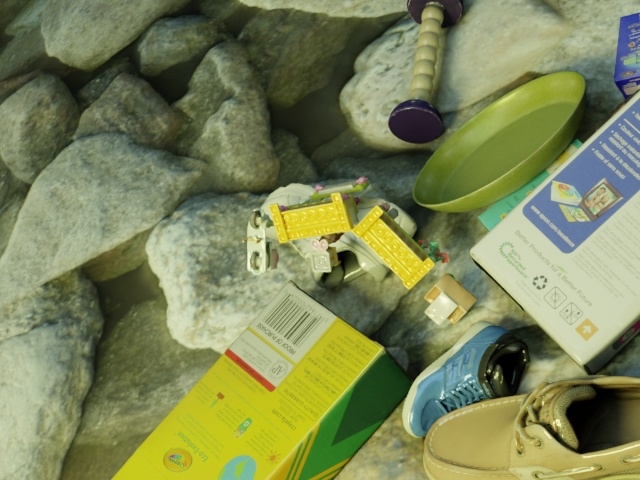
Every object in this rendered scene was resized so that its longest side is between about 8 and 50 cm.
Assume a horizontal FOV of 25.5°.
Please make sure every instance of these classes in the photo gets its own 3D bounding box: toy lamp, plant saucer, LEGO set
[{"bbox_3d":[0.143,-0.252,1.857,0.080,0.080,0.275,-12,50,30],"label":"toy lamp"},{"bbox_3d":[0.215,-0.107,1.646,0.241,0.037,0.241,-35,17,13],"label":"plant saucer"},{"bbox_3d":[0.057,-0.005,1.628,0.287,0.132,0.107,13,24,19],"label":"LEGO set"}]

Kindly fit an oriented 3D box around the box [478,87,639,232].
[{"bbox_3d":[0.303,-0.060,1.566,0.244,0.060,0.100,-39,40,3],"label":"box"}]

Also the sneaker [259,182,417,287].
[{"bbox_3d":[0.000,0.000,1.731,0.232,0.090,0.115,6,62,42],"label":"sneaker"}]

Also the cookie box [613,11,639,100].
[{"bbox_3d":[0.397,-0.223,1.655,0.091,0.040,0.107,-11,49,32],"label":"cookie box"}]

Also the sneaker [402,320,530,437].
[{"bbox_3d":[0.157,0.154,1.488,0.152,0.058,0.084,-44,31,-14],"label":"sneaker"}]

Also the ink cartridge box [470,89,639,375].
[{"bbox_3d":[0.348,-0.049,1.460,0.371,0.069,0.176,-44,63,3],"label":"ink cartridge box"}]

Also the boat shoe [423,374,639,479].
[{"bbox_3d":[0.240,0.177,1.361,0.341,0.110,0.122,-11,48,31],"label":"boat shoe"}]

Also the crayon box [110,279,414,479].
[{"bbox_3d":[-0.071,0.217,1.592,0.318,0.081,0.202,-47,40,-8],"label":"crayon box"}]
